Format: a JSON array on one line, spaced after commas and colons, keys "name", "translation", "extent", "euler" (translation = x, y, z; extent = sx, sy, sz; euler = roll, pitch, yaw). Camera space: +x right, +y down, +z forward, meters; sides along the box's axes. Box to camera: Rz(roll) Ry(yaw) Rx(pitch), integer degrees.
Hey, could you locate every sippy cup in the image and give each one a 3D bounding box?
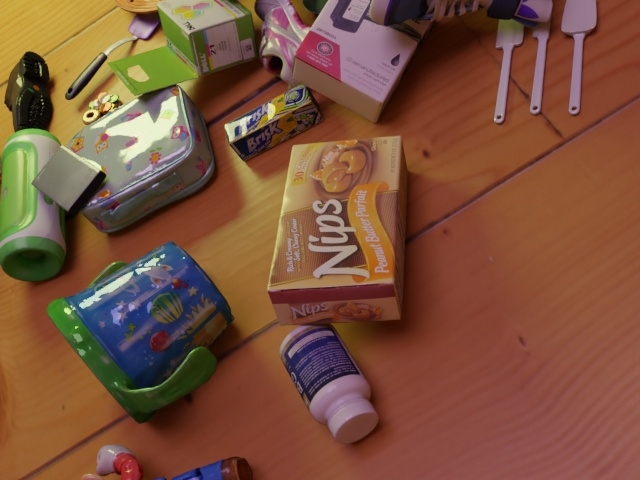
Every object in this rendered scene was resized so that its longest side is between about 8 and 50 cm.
[{"name": "sippy cup", "translation": [-0.269, 0.129, 1.463], "extent": [0.224, 0.240, 0.305], "euler": [-39, 73, -12]}]

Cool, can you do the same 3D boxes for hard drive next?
[{"name": "hard drive", "translation": [-0.458, -0.111, 1.686], "extent": [0.135, 0.022, 0.094], "euler": [31, 80, 38]}]

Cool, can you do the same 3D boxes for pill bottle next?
[{"name": "pill bottle", "translation": [0.015, 0.205, 1.336], "extent": [0.094, 0.094, 0.169], "euler": [-36, 51, 3]}]

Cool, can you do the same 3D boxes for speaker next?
[{"name": "speaker", "translation": [-0.552, -0.072, 1.782], "extent": [0.131, 0.131, 0.296], "euler": [-22, 53, 14]}]

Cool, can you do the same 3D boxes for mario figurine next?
[{"name": "mario figurine", "translation": [-0.253, 0.403, 1.363], "extent": [0.321, 0.170, 0.198], "euler": [-9, 20, 10]}]

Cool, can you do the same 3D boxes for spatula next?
[{"name": "spatula", "translation": [-0.441, -0.408, 1.986], "extent": [0.296, 0.030, 0.084], "euler": [-47, 51, -12]}, {"name": "spatula", "translation": [0.363, -0.299, 1.518], "extent": [0.168, 0.019, 0.242], "euler": [-2, 60, 25]}]

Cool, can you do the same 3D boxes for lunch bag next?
[{"name": "lunch bag", "translation": [-0.340, -0.145, 1.729], "extent": [0.279, 0.108, 0.224], "euler": [-28, 54, 10]}]

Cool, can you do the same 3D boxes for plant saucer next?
[{"name": "plant saucer", "translation": [0.022, -0.480, 1.804], "extent": [0.119, 0.021, 0.119], "euler": [-13, 56, 21]}]

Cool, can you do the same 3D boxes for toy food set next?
[{"name": "toy food set", "translation": [-0.450, -0.271, 1.919], "extent": [0.083, 0.020, 0.082], "euler": [4, 63, 30]}]

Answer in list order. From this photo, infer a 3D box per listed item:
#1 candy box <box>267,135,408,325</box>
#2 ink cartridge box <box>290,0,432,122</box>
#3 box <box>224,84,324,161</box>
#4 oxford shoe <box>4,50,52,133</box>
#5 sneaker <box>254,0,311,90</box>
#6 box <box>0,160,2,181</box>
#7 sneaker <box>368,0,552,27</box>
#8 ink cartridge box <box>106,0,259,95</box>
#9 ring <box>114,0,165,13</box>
[{"name": "candy box", "translation": [0.034, -0.021, 1.414], "extent": [0.183, 0.087, 0.316], "euler": [-4, 47, 13]}, {"name": "ink cartridge box", "translation": [0.082, -0.351, 1.601], "extent": [0.172, 0.100, 0.237], "euler": [29, 74, 3]}, {"name": "box", "translation": [-0.085, -0.211, 1.668], "extent": [0.169, 0.059, 0.054], "euler": [-27, 50, 10]}, {"name": "oxford shoe", "translation": [-0.637, -0.294, 2.005], "extent": [0.096, 0.083, 0.227], "euler": [-32, 48, 30]}, {"name": "sneaker", "translation": [-0.073, -0.373, 1.735], "extent": [0.111, 0.103, 0.252], "euler": [-36, 51, 1]}, {"name": "box", "translation": [-0.866, -0.176, 1.909], "extent": [0.290, 0.279, 0.177], "euler": [-34, 51, 5]}, {"name": "sneaker", "translation": [0.256, -0.409, 1.504], "extent": [0.236, 0.130, 0.323], "euler": [35, 57, 15]}, {"name": "ink cartridge box", "translation": [-0.273, -0.384, 1.775], "extent": [0.255, 0.097, 0.189], "euler": [-22, 39, -18]}, {"name": "ring", "translation": [-0.308, -0.610, 2.034], "extent": [0.337, 0.032, 0.336], "euler": [-14, 51, 18]}]
